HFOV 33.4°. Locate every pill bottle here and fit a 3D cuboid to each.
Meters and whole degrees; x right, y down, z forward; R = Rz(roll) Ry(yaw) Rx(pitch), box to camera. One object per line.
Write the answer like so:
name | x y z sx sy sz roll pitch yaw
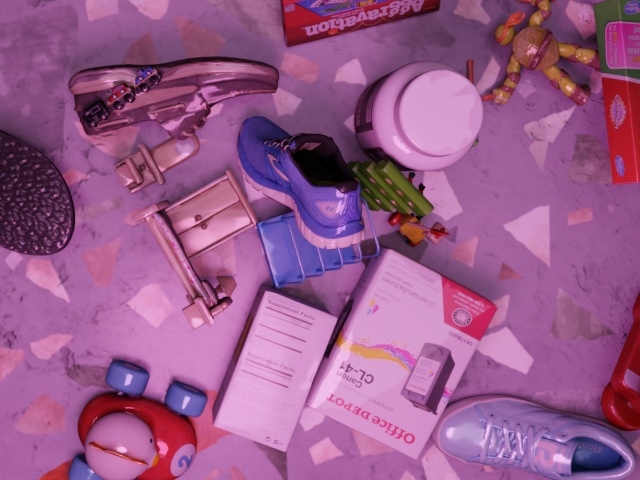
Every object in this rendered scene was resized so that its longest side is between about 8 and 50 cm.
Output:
pill bottle | 0.162 -0.201 1.750 0.176 0.318 0.176 0 94 -7

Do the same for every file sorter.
file sorter | 0.000 0.000 1.821 0.170 0.104 0.118 -19 96 -31

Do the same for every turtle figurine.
turtle figurine | 0.397 -0.344 1.884 0.217 0.087 0.270 24 90 -7

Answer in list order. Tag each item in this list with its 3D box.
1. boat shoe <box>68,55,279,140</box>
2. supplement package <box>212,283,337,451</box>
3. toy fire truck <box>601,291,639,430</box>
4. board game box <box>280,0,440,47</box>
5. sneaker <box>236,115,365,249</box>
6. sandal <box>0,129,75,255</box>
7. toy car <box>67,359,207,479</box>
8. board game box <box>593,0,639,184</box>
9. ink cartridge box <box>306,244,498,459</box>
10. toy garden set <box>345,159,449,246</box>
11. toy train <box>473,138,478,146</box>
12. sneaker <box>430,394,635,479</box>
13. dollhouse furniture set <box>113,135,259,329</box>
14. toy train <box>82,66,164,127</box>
boat shoe | -0.244 -0.240 1.814 0.355 0.132 0.130 -4 104 3
supplement package | -0.082 0.214 1.837 0.133 0.139 0.244 21 89 -8
toy fire truck | 0.670 0.251 1.919 0.302 0.169 0.254 31 70 -6
board game box | 0.071 -0.413 1.821 0.281 0.145 0.027 -15 66 -5
sneaker | -0.026 -0.129 1.752 0.129 0.330 0.147 -17 132 -31
sandal | -0.590 -0.129 1.795 0.445 0.107 0.168 32 91 6
toy car | -0.308 0.344 1.770 0.210 0.238 0.219 22 91 -7
board game box | 0.609 -0.270 1.882 0.242 0.064 0.317 -10 95 -27
ink cartridge box | 0.135 0.192 1.864 0.226 0.131 0.306 27 89 -7
toy garden set | 0.140 -0.068 1.796 0.204 0.244 0.049 45 79 -17
toy train | 0.246 -0.161 1.913 0.083 0.017 0.024 -36 85 -3
sneaker | 0.384 0.354 1.888 0.365 0.150 0.135 4 92 -6
dollhouse furniture set | -0.197 -0.042 1.703 0.173 0.355 0.303 -30 95 -4
toy train | -0.322 -0.237 1.737 0.158 0.027 0.036 -32 92 11
